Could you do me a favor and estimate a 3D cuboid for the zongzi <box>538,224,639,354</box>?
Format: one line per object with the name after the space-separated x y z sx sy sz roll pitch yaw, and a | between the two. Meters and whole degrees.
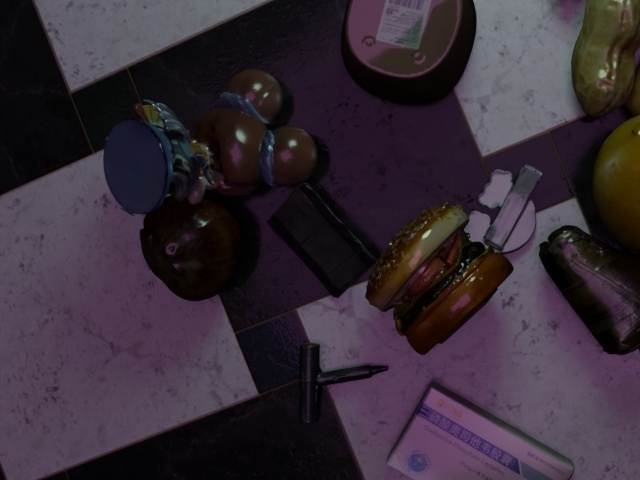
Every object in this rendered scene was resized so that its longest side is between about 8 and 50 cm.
0.624 0.048 1.795 0.288 0.134 0.286 -36 88 3 | zongzi

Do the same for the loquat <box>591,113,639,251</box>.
0.681 -0.130 1.675 0.328 0.328 0.359 6 98 9 | loquat

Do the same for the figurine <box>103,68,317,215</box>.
-0.224 -0.195 1.820 0.248 0.388 0.276 -38 74 37 | figurine

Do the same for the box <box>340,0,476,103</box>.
0.177 -0.436 1.807 0.301 0.216 0.301 0 90 8 | box

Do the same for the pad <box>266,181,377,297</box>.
0.000 0.000 1.901 0.233 0.022 0.174 47 134 4 | pad

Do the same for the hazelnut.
-0.271 0.008 1.892 0.218 0.218 0.234 -35 87 9 | hazelnut

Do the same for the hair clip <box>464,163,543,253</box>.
0.391 -0.057 1.869 0.140 0.054 0.220 28 99 3 | hair clip

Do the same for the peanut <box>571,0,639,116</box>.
0.580 -0.399 1.774 0.147 0.147 0.305 17 106 8 | peanut

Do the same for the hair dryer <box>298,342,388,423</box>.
0.049 0.315 1.941 0.195 0.050 0.173 3 95 6 | hair dryer

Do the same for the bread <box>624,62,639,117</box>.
0.713 -0.331 1.785 0.147 0.098 0.217 24 97 4 | bread

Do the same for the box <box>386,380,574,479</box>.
0.337 0.472 1.886 0.343 0.065 0.200 30 96 7 | box

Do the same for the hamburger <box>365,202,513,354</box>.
0.230 0.070 1.791 0.225 0.291 0.291 44 98 10 | hamburger
